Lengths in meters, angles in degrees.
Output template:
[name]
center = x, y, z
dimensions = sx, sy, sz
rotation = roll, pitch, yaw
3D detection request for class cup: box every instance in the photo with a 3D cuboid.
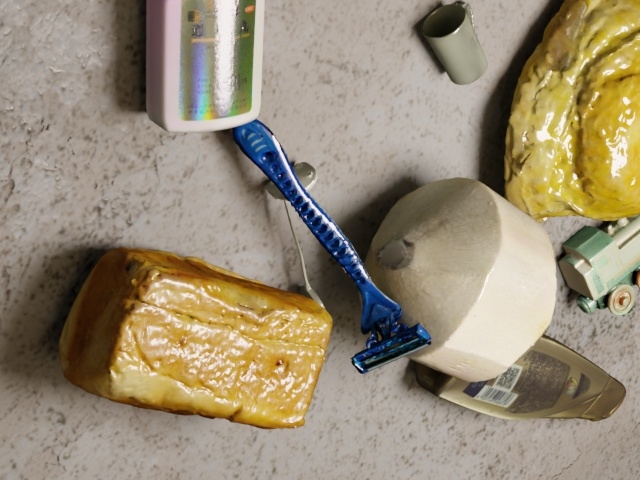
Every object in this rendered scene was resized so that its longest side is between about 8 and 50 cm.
[cup]
center = 0.155, -0.231, 1.626
dimensions = 0.054, 0.075, 0.083
rotation = -19, 135, 17

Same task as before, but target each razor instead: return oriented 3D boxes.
[razor]
center = 0.003, -0.005, 1.543
dimensions = 0.093, 0.056, 0.324
rotation = -27, 106, 23

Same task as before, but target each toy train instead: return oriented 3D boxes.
[toy train]
center = 0.417, 0.014, 1.909
dimensions = 0.194, 0.081, 0.125
rotation = -38, 124, -13

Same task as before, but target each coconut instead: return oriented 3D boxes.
[coconut]
center = 0.156, 0.042, 1.648
dimensions = 0.241, 0.241, 0.241
rotation = -16, 120, -29

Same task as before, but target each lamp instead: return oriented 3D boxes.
[lamp]
center = -0.013, 0.008, 1.613
dimensions = 0.056, 0.050, 0.198
rotation = -28, 125, -21

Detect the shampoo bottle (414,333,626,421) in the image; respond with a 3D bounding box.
[shampoo bottle]
center = 0.276, 0.182, 1.885
dimensions = 0.350, 0.084, 0.125
rotation = 18, 102, -40

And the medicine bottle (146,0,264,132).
[medicine bottle]
center = -0.115, -0.220, 1.409
dimensions = 0.115, 0.078, 0.219
rotation = -11, 118, -29

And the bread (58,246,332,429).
[bread]
center = -0.132, 0.112, 1.526
dimensions = 0.294, 0.132, 0.167
rotation = 18, 100, -39

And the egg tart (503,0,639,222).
[egg tart]
center = 0.386, -0.166, 1.752
dimensions = 0.351, 0.153, 0.339
rotation = 2, 108, -37
